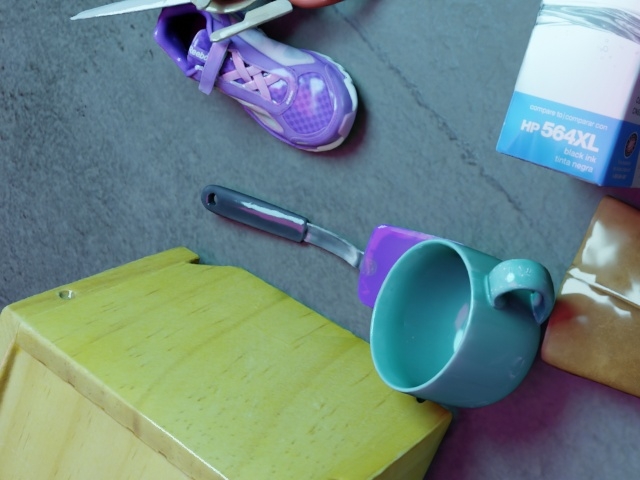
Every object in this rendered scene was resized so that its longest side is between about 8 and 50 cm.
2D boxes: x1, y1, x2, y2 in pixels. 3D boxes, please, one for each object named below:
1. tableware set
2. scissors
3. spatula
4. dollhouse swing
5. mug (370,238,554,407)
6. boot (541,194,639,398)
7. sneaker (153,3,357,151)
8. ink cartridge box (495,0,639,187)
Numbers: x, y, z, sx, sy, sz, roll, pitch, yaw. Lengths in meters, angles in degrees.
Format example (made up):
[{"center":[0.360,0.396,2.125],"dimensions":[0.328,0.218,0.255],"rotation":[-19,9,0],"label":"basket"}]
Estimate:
[{"center":[-0.037,-0.269,0.819],"dimensions":[0.194,0.039,0.128],"rotation":[-23,70,0],"label":"tableware set"},{"center":[-0.083,-0.230,0.842],"dimensions":[0.297,0.021,0.109],"rotation":[-24,73,0],"label":"scissors"},{"center":[0.000,0.000,0.876],"dimensions":[0.296,0.030,0.084],"rotation":[21,106,30],"label":"spatula"},{"center":[-0.125,0.240,0.837],"dimensions":[0.347,0.315,0.305],"rotation":[28,119,29],"label":"dollhouse swing"},{"center":[0.124,0.074,0.740],"dimensions":[0.158,0.097,0.129],"rotation":[15,86,61],"label":"mug"},{"center":[0.327,0.028,0.651],"dimensions":[0.280,0.096,0.264],"rotation":[29,100,43],"label":"boot"},{"center":[-0.072,-0.163,0.871],"dimensions":[0.236,0.104,0.095],"rotation":[38,110,24],"label":"sneaker"},{"center":[0.219,-0.146,0.658],"dimensions":[0.086,0.148,0.203],"rotation":[24,105,30],"label":"ink cartridge box"}]
